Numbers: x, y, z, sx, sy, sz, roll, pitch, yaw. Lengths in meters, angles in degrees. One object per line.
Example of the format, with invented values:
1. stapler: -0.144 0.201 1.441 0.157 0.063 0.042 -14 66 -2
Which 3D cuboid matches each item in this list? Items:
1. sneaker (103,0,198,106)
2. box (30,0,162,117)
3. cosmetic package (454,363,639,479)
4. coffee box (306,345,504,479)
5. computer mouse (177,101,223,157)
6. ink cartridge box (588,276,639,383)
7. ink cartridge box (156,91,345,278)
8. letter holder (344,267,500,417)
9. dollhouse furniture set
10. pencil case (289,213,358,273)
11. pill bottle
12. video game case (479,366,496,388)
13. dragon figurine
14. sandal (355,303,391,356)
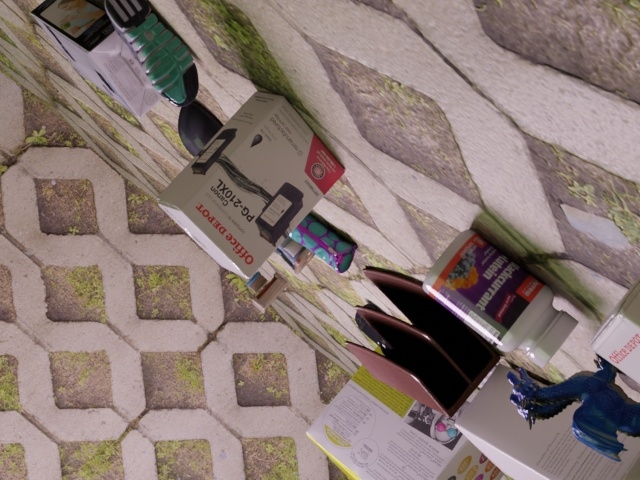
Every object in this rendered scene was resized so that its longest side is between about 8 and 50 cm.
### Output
1. sneaker: -0.281 -0.326 1.496 0.223 0.083 0.098 60 168 -27
2. box: -0.409 -0.355 1.676 0.290 0.087 0.169 37 166 44
3. cosmetic package: 0.434 0.373 1.560 0.197 0.155 0.365 45 167 -28
4. coffee box: 0.231 0.493 2.186 0.338 0.334 0.337 32 165 36
5. computer mouse: -0.201 -0.165 1.813 0.188 0.072 0.272 27 162 52
6. ink cartridge box: 0.399 0.124 0.916 0.218 0.092 0.158 36 167 16
7. ink cartridge box: -0.106 -0.085 1.393 0.172 0.237 0.100 48 166 -31
8. letter holder: 0.160 0.183 1.748 0.214 0.152 0.302 48 167 -21
9. dollhouse furniture set: -0.116 0.047 2.036 0.129 0.183 0.129 40 168 7
10. pencil case: 0.000 0.000 1.793 0.152 0.064 0.070 35 -177 25
11. pill bottle: 0.243 0.081 1.211 0.193 0.108 0.108 38 168 14
12. video game case: 0.348 0.286 1.841 0.143 0.019 0.157 45 167 -19
13. dragon figurine: 0.398 0.250 1.242 0.289 0.144 0.085 36 167 24
14. sandal: 0.173 0.250 2.072 0.254 0.054 0.097 37 132 22
